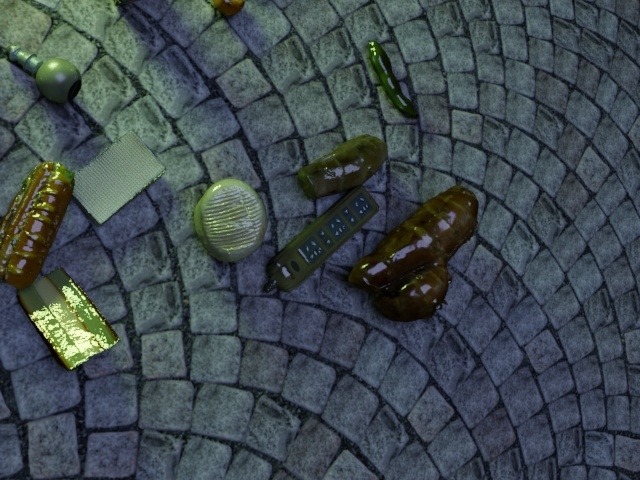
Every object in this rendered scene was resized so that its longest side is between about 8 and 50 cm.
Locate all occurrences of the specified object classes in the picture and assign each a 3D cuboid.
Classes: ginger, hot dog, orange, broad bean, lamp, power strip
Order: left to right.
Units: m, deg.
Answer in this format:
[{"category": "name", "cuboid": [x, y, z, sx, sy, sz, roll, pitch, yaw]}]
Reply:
[{"category": "hot dog", "cuboid": [-0.579, -0.037, 1.346, 0.072, 0.115, 0.269, 49, 52, -63]}, {"category": "lamp", "cuboid": [-0.583, -0.356, 1.406, 0.163, 0.091, 0.091, 31, 68, -4]}, {"category": "orange", "cuboid": [-0.228, -0.585, 1.633, 0.086, 0.062, 0.086, 17, 62, -37]}, {"category": "power strip", "cuboid": [0.000, 0.000, 1.654, 0.387, 0.066, 0.092, -42, 99, -26]}, {"category": "ginger", "cuboid": [0.064, -0.185, 1.691, 0.263, 0.109, 0.116, -29, 93, -27]}, {"category": "broad bean", "cuboid": [0.191, -0.432, 1.833, 0.065, 0.046, 0.254, -37, 101, -34]}, {"category": "ginger", "cuboid": [0.277, 0.041, 1.730, 0.418, 0.176, 0.254, -45, 106, -21]}]

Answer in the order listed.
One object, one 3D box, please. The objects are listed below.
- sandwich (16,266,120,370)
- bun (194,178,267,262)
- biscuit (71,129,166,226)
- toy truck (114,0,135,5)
[{"category": "sandwich", "cuboid": [-0.500, 0.148, 1.327, 0.117, 0.144, 0.187, -33, 97, -30]}, {"category": "bun", "cuboid": [-0.204, -0.045, 1.537, 0.164, 0.111, 0.188, -21, 95, -11]}, {"category": "biscuit", "cuboid": [-0.443, -0.136, 1.460, 0.121, 0.040, 0.199, 49, 64, -8]}, {"category": "toy truck", "cuboid": [-0.385, -0.643, 1.429, 0.136, 0.305, 0.162, -28, 90, -28]}]
